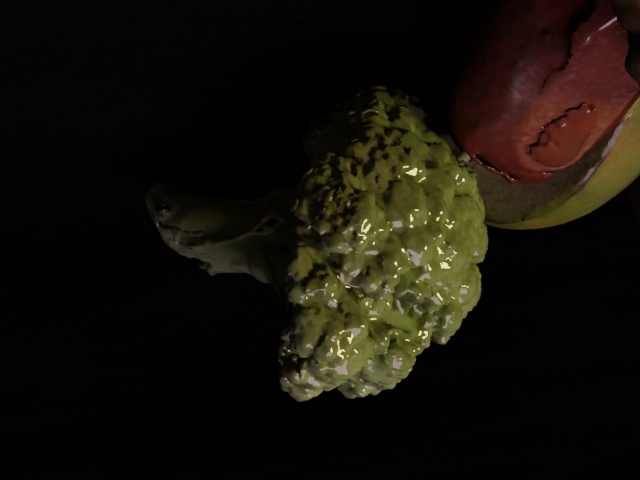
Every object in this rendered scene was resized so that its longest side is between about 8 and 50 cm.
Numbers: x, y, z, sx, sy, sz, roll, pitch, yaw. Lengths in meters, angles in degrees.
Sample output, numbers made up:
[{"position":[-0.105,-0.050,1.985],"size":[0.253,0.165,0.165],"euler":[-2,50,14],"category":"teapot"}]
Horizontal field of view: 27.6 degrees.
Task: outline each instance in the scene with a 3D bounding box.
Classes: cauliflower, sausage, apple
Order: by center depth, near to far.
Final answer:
[{"position":[0.195,-0.153,1.062],"size":[0.152,0.152,0.279],"euler":[-6,153,-21],"category":"sausage"},{"position":[0.019,0.014,1.171],"size":[0.281,0.260,0.327],"euler":[-16,-162,41],"category":"cauliflower"},{"position":[0.257,-0.088,1.271],"size":[0.193,0.120,0.265],"euler":[-5,155,-48],"category":"apple"}]

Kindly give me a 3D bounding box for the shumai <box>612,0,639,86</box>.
[{"position":[0.341,-0.207,0.840],"size":[0.262,0.267,0.314],"euler":[6,142,43],"category":"shumai"}]

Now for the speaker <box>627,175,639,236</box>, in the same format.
[{"position":[0.423,-0.065,1.295],"size":[0.153,0.192,0.231],"euler":[-10,168,-14],"category":"speaker"}]
